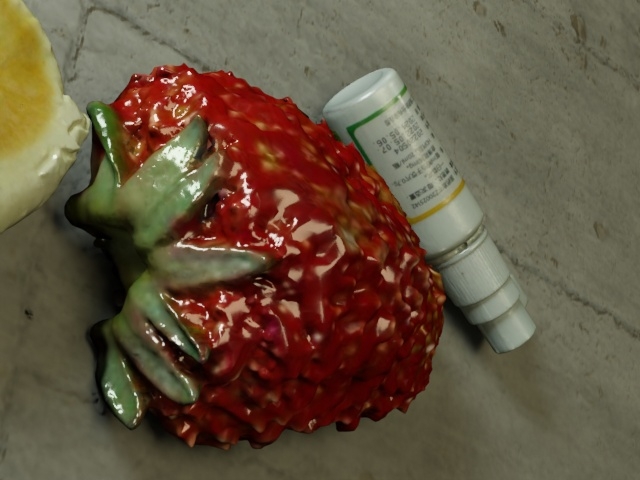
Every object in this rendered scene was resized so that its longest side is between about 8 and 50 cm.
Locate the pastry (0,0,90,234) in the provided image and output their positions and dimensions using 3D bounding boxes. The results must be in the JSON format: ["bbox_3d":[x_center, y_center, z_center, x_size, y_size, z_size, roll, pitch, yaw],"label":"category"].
[{"bbox_3d":[-0.201,-0.076,0.794,0.166,0.088,0.165,19,62,-41],"label":"pastry"}]

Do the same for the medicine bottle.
[{"bbox_3d":[0.085,-0.022,1.109,0.220,0.061,0.092,57,23,-15],"label":"medicine bottle"}]

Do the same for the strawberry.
[{"bbox_3d":[0.000,0.000,0.947,0.306,0.138,0.233,-1,74,-46],"label":"strawberry"}]
